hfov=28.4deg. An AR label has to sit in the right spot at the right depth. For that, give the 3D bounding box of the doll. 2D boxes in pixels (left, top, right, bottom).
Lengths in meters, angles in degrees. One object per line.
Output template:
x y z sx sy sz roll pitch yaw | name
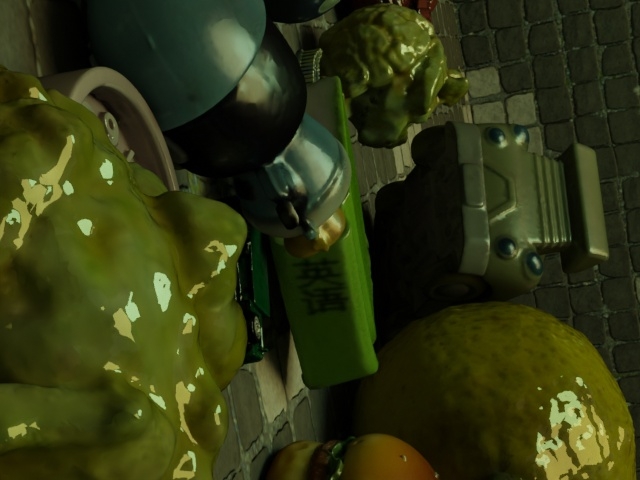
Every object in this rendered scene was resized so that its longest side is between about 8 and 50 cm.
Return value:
-0.082 -0.115 0.969 0.314 0.141 0.177 54 12 -36 | doll

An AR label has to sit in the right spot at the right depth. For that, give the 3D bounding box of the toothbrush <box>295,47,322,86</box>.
-0.014 -0.053 1.459 0.028 0.037 0.375 43 44 -63 | toothbrush

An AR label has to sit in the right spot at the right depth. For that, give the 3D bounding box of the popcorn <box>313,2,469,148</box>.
0.083 -0.209 1.617 0.187 0.185 0.167 46 31 -27 | popcorn

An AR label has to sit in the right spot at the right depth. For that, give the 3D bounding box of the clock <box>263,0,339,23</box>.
-0.036 -0.334 1.317 0.199 0.147 0.243 89 -3 -53 | clock

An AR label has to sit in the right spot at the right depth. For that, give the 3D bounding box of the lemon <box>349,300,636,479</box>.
0.202 0.244 1.486 0.387 0.350 0.349 -23 104 -80 | lemon

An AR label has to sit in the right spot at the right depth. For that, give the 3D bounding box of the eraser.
0.000 0.000 1.255 0.274 0.092 0.210 80 5 -53 | eraser

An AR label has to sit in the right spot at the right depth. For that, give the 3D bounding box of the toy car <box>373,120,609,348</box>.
0.207 0.005 1.682 0.336 0.226 0.242 119 -28 -61 | toy car

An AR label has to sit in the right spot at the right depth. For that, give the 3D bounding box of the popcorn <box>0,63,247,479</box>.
-0.138 0.043 0.596 0.256 0.195 0.255 64 21 -1 | popcorn

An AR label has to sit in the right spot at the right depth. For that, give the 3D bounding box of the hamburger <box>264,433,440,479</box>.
0.050 0.299 1.217 0.246 0.170 0.246 -10 90 -73 | hamburger

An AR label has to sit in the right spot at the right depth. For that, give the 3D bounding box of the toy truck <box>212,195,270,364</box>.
-0.082 0.036 1.071 0.079 0.065 0.147 55 28 -67 | toy truck

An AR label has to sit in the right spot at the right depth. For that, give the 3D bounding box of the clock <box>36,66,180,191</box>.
-0.152 -0.010 0.819 0.197 0.068 0.196 -8 90 -76 | clock

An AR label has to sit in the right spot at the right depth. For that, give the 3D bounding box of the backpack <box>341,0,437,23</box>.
0.099 -0.384 1.862 0.229 0.139 0.229 -13 90 -77 | backpack
